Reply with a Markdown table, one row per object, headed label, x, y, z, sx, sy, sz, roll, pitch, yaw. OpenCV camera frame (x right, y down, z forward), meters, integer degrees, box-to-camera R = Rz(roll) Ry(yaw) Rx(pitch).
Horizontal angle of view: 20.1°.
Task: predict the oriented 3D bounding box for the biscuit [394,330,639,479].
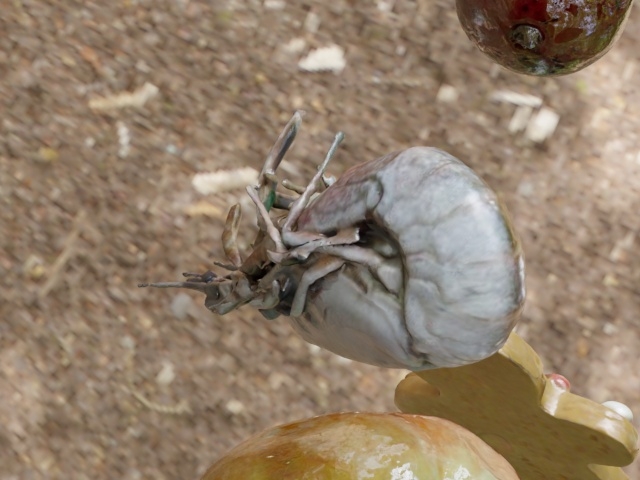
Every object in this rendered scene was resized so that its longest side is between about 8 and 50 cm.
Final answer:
| label | x | y | z | sx | sy | sz | roll | pitch | yaw |
| --- | --- | --- | --- | --- | --- | --- | --- | --- | --- |
| biscuit | 0.164 | 0.143 | 1.426 | 0.340 | 0.216 | 0.047 | 50 | 56 | -38 |

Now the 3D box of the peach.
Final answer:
| label | x | y | z | sx | sy | sz | roll | pitch | yaw |
| --- | --- | --- | --- | --- | --- | --- | --- | --- | --- |
| peach | 0.009 | 0.204 | 0.994 | 0.214 | 0.214 | 0.235 | 4 | 150 | -36 |

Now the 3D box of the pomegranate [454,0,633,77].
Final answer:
| label | x | y | z | sx | sy | sz | roll | pitch | yaw |
| --- | --- | --- | --- | --- | --- | --- | --- | --- | --- |
| pomegranate | 0.163 | -0.195 | 1.269 | 0.129 | 0.129 | 0.159 | 26 | 75 | -39 |

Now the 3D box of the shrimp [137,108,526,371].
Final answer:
| label | x | y | z | sx | sy | sz | roll | pitch | yaw |
| --- | --- | --- | --- | --- | --- | --- | --- | --- | --- |
| shrimp | -0.001 | 0.008 | 1.100 | 0.116 | 0.343 | 0.145 | -43 | 112 | -29 |
